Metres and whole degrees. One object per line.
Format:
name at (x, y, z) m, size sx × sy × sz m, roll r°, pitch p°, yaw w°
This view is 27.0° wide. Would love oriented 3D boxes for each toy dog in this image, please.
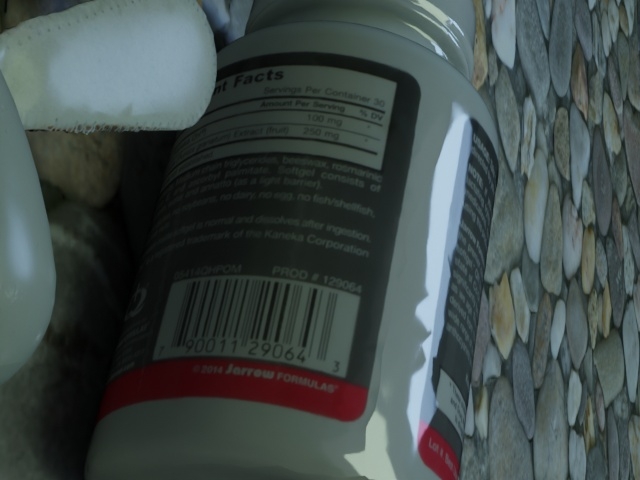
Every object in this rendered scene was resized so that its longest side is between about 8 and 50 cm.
toy dog at (-0.131, -0.109, 0.421) m, size 0.161 × 0.220 × 0.334 m, roll 114°, pitch -6°, yaw -65°

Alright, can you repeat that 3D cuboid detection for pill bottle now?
pill bottle at (0.000, 0.000, 0.694) m, size 0.176 × 0.176 × 0.319 m, roll 57°, pitch 38°, yaw -51°

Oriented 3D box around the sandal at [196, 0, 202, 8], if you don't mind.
sandal at (-0.130, -0.187, 0.567) m, size 0.079 × 0.088 × 0.240 m, roll -26°, pitch 108°, yaw -32°
